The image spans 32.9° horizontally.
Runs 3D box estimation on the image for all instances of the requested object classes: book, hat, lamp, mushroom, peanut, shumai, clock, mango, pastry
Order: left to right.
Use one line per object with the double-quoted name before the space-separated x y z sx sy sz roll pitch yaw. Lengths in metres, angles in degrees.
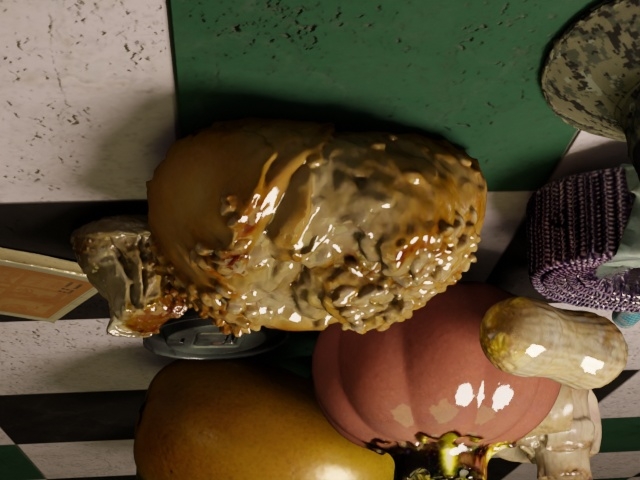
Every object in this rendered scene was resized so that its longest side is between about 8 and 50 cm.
"book" -0.373 0.043 1.190 0.242 0.018 0.170 13 153 -34
"shumai" -0.183 0.041 1.085 0.146 0.116 0.145 -3 159 -1
"clock" -0.131 0.107 1.354 0.185 0.040 0.184 -4 158 -2
"mango" -0.076 0.274 1.463 0.378 0.221 0.264 10 180 12
"pastry" 0.000 0.000 0.963 0.311 0.161 0.255 4 158 -16
"lamp" 0.138 0.174 1.296 0.306 0.239 0.305 -1 161 0
"mushroom" 0.319 0.271 1.629 0.189 0.195 0.254 -11 154 26
"peanut" 0.253 0.111 1.151 0.207 0.087 0.087 15 151 -37
"hat" 0.303 -0.091 0.836 0.266 0.128 0.265 -3 154 -1

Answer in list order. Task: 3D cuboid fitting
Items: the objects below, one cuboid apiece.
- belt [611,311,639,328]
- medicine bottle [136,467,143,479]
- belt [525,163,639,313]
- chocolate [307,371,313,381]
"belt" 0.459 0.055 1.261 0.303 0.087 0.072 2 161 -13
"medicine bottle" -0.152 0.404 1.929 0.323 0.151 0.151 14 152 -38
"belt" 0.361 0.000 1.077 0.325 0.122 0.260 6 163 -16
"chocolate" 0.057 0.234 1.647 0.157 0.080 0.254 9 157 7
